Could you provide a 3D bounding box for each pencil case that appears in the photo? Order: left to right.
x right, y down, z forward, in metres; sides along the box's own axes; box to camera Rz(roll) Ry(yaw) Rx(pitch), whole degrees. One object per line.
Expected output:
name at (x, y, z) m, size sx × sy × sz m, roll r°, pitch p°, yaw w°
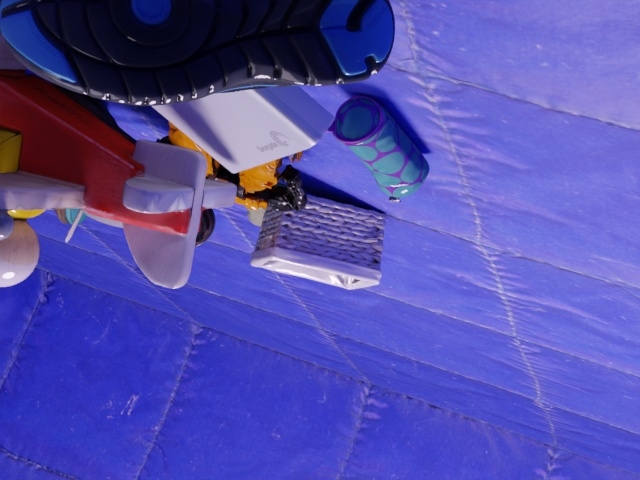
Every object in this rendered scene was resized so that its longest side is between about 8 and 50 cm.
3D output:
pencil case at (0.067, -0.103, 1.411) m, size 0.070 × 0.065 × 0.151 m, roll -3°, pitch 156°, yaw 25°

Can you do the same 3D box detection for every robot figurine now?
robot figurine at (-0.107, -0.119, 1.577) m, size 0.211 × 0.085 × 0.291 m, roll 22°, pitch 166°, yaw 4°

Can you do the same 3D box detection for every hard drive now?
hard drive at (-0.173, -0.206, 1.285) m, size 0.353 × 0.047 × 0.233 m, roll 39°, pitch 161°, yaw -18°

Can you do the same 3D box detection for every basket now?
basket at (0.000, 0.000, 1.767) m, size 0.167 × 0.103 × 0.113 m, roll 14°, pitch 169°, yaw -18°

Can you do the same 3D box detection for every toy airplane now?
toy airplane at (-0.293, -0.054, 1.381) m, size 0.386 × 0.272 × 0.384 m, roll 23°, pitch -163°, yaw -26°

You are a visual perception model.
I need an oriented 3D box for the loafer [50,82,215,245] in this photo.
loafer at (-0.271, -0.094, 1.687) m, size 0.302 × 0.109 × 0.095 m, roll 43°, pitch -170°, yaw -6°

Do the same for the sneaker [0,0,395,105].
sneaker at (-0.112, -0.177, 1.110) m, size 0.340 × 0.125 × 0.139 m, roll 2°, pitch -176°, yaw -19°

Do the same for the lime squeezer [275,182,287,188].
lime squeezer at (-0.178, -0.107, 1.777) m, size 0.310 × 0.059 × 0.110 m, roll 8°, pitch 179°, yaw 7°

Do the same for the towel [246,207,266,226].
towel at (-0.049, -0.031, 1.942) m, size 0.148 × 0.027 × 0.110 m, roll 20°, pitch 165°, yaw 9°

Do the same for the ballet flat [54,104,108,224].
ballet flat at (-0.389, -0.133, 1.887) m, size 0.124 × 0.116 × 0.342 m, roll 35°, pitch 159°, yaw 2°
